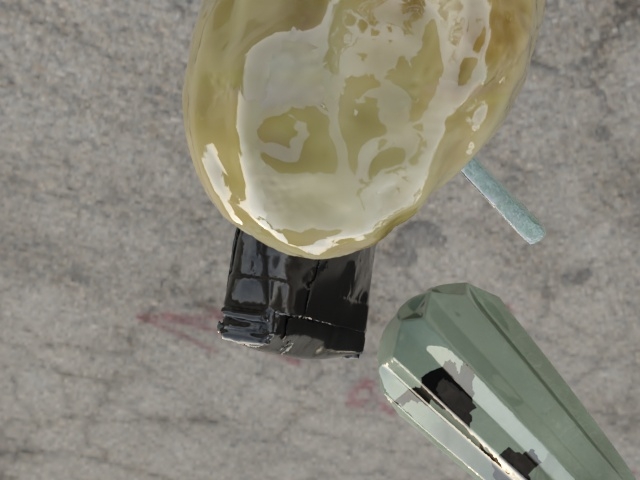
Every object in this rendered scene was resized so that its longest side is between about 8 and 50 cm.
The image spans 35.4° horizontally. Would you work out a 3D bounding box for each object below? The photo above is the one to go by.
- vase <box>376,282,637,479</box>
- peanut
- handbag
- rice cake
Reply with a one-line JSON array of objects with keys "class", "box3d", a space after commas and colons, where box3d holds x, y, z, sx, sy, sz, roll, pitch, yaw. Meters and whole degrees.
[{"class": "vase", "box3d": [0.201, 0.192, 0.967, 0.165, 0.360, 0.165, -20, 132, -23]}, {"class": "peanut", "box3d": [0.032, -0.134, 0.367, 0.130, 0.290, 0.130, 14, -176, -1]}, {"class": "handbag", "box3d": [0.000, 0.000, 0.944, 0.080, 0.223, 0.247, 2, 171, 25]}, {"class": "rice cake", "box3d": [0.233, -0.076, 1.390, 0.208, 0.033, 0.033, 46, 109, 4]}]
